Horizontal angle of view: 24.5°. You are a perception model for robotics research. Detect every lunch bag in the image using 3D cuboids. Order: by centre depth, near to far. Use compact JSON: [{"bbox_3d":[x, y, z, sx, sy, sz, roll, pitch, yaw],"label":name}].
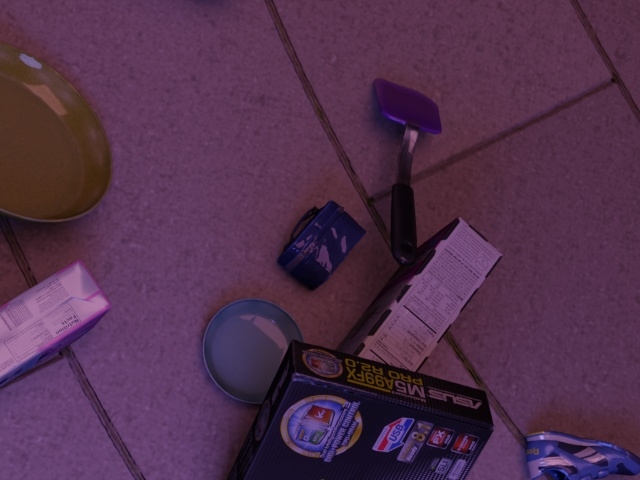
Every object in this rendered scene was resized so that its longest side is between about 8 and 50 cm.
[{"bbox_3d":[0.000,0.000,1.671,0.065,0.067,0.098,41,65,-4],"label":"lunch bag"}]

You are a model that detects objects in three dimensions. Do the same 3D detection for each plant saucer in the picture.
[{"bbox_3d":[-0.332,-0.111,1.559,0.241,0.037,0.241,28,40,-26],"label":"plant saucer"},{"bbox_3d":[-0.075,0.124,1.634,0.119,0.021,0.119,5,74,-17],"label":"plant saucer"}]

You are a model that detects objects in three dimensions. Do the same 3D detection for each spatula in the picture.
[{"bbox_3d":[0.099,-0.083,1.693,0.084,0.030,0.296,17,49,-14],"label":"spatula"}]

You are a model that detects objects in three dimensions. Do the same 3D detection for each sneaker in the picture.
[{"bbox_3d":[0.304,0.261,1.710,0.144,0.053,0.059,11,70,-7],"label":"sneaker"}]

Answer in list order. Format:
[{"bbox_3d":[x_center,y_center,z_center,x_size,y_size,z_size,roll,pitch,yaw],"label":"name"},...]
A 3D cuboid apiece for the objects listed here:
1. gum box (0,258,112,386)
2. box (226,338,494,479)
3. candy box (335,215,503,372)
[{"bbox_3d":[-0.308,0.098,1.514,0.188,0.107,0.062,-33,87,-24],"label":"gum box"},{"bbox_3d":[0.025,0.244,1.513,0.216,0.270,0.060,16,31,-15],"label":"box"},{"bbox_3d":[0.087,0.097,1.623,0.071,0.159,0.233,41,67,-3],"label":"candy box"}]
